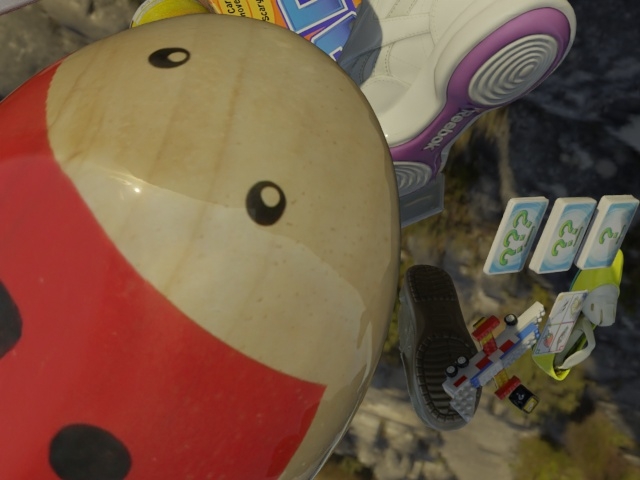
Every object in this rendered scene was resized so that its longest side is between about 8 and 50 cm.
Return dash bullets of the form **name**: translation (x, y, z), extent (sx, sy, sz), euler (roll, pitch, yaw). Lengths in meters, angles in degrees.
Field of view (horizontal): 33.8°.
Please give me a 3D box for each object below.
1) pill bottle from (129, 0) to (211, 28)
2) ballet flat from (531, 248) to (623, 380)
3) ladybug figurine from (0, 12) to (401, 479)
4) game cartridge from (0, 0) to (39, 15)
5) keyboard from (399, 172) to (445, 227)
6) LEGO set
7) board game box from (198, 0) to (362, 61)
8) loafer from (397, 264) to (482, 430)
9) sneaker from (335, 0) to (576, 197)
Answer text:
- **pill bottle**: translation (-0.169, -0.237, 1.335), extent (0.117, 0.117, 0.215), euler (31, -169, -30)
- **ballet flat**: translation (0.392, 0.115, 1.552), extent (0.077, 0.077, 0.231), euler (8, 126, -28)
- **ladybug figurine**: translation (-0.148, 0.061, 0.620), extent (0.305, 0.449, 0.162), euler (51, -152, 19)
- **game cartridge**: translation (-0.162, -0.193, 0.659), extent (0.294, 0.196, 0.060), euler (-20, 110, 5)
- **keyboard**: translation (0.000, 0.000, 0.996), extent (0.256, 0.072, 0.014), euler (-22, 121, 20)
- **LEGO set**: translation (0.212, 0.075, 1.002), extent (0.182, 0.244, 0.060), euler (-2, -149, -39)
- **board game box**: translation (0.052, -0.331, 1.645), extent (0.356, 0.356, 0.356), euler (55, 179, -17)
- **loafer**: translation (0.164, 0.159, 1.488), extent (0.102, 0.268, 0.092), euler (4, 140, -8)
- **sneaker**: translation (0.065, -0.133, 0.832), extent (0.114, 0.152, 0.305), euler (10, 145, -41)
